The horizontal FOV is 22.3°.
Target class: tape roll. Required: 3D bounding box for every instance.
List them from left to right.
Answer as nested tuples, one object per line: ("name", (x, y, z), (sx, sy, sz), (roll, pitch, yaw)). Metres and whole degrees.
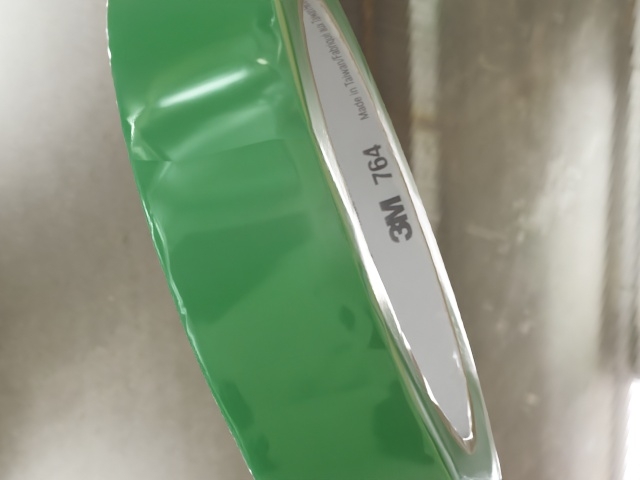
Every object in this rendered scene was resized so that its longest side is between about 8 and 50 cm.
("tape roll", (0.000, 0.000, 0.779), (0.321, 0.077, 0.321), (-19, -90, -80))
